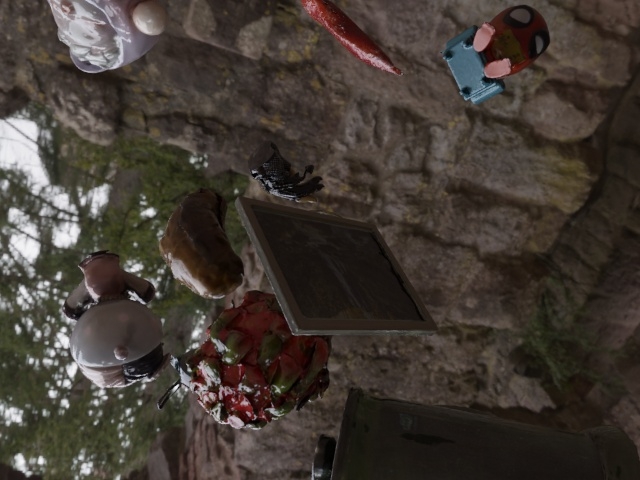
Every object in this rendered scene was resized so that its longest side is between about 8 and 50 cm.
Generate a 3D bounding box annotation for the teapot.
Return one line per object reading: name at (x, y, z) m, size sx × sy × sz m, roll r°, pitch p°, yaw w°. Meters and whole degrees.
teapot at (0.164, 0.274, 0.669) m, size 0.336 × 0.201 × 0.270 m, roll 8°, pitch -163°, yaw 10°

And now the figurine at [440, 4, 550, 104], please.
figurine at (0.175, -0.184, 0.552) m, size 0.140 × 0.075 × 0.068 m, roll -35°, pitch -84°, yaw -43°

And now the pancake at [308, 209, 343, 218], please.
pancake at (0.000, 0.000, 1.237) m, size 0.158 × 0.158 × 0.028 m, roll 24°, pitch -154°, yaw 7°

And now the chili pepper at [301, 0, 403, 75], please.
chili pepper at (0.030, -0.228, 0.619) m, size 0.178 × 0.027 × 0.045 m, roll 48°, pitch -163°, yaw 21°

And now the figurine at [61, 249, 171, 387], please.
figurine at (-0.570, 0.227, 1.530) m, size 0.253 × 0.211 × 0.361 m, roll -22°, pitch -126°, yaw -8°

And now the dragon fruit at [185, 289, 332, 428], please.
dragon fruit at (-0.106, 0.220, 1.088) m, size 0.302 × 0.231 × 0.237 m, roll -30°, pitch -169°, yaw -19°

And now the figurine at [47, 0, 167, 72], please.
figurine at (-0.250, -0.310, 0.634) m, size 0.200 × 0.276 × 0.133 m, roll 26°, pitch -119°, yaw 3°

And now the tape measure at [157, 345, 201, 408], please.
tape measure at (-0.301, 0.339, 1.323) m, size 0.104 × 0.180 × 0.107 m, roll 2°, pitch -150°, yaw -47°

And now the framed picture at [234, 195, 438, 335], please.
framed picture at (0.033, 0.045, 0.875) m, size 0.324 × 0.020 × 0.241 m, roll 11°, pitch -138°, yaw -45°

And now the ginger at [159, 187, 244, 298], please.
ginger at (-0.279, -0.003, 1.285) m, size 0.172 × 0.165 × 0.321 m, roll -5°, pitch -133°, yaw -17°

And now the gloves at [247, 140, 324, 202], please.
gloves at (-0.075, -0.129, 1.253) m, size 0.181 × 0.106 × 0.129 m, roll 46°, pitch 160°, yaw -31°
